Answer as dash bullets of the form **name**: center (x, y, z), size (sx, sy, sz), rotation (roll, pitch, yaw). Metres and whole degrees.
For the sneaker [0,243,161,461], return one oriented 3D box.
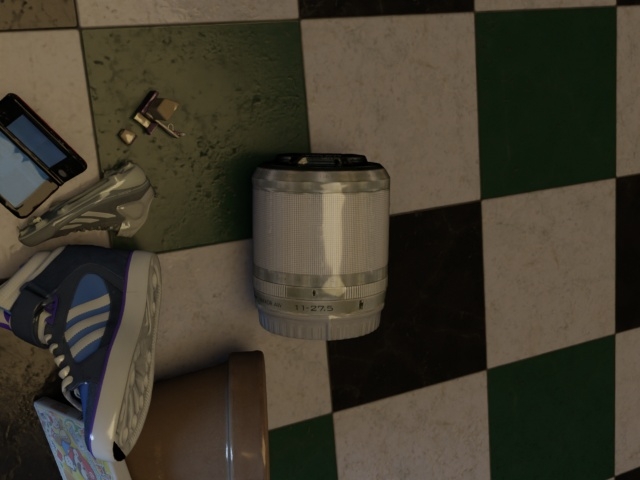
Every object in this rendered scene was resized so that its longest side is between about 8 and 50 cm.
- **sneaker**: center (-0.357, 0.147, 0.999), size (0.236, 0.323, 0.130), rotation (-1, 144, 1)

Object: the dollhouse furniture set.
- **dollhouse furniture set**: center (-0.234, -0.164, 1.086), size (0.081, 0.114, 0.091), rotation (38, 80, -30)

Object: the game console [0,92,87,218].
- **game console**: center (-0.427, -0.116, 1.022), size (0.144, 0.124, 0.085), rotation (48, 52, -24)

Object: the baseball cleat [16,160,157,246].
- **baseball cleat**: center (-0.339, -0.030, 1.083), size (0.206, 0.072, 0.109), rotation (-34, 118, -12)

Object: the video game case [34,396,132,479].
- **video game case**: center (-0.338, 0.353, 1.078), size (0.026, 0.206, 0.227), rotation (-28, 111, -41)

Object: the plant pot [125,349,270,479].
- **plant pot**: center (-0.196, 0.310, 1.129), size (0.229, 0.263, 0.263), rotation (-3, 101, -7)

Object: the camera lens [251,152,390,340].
- **camera lens**: center (0.000, 0.000, 1.162), size (0.219, 0.219, 0.274), rotation (-4, 101, -24)
